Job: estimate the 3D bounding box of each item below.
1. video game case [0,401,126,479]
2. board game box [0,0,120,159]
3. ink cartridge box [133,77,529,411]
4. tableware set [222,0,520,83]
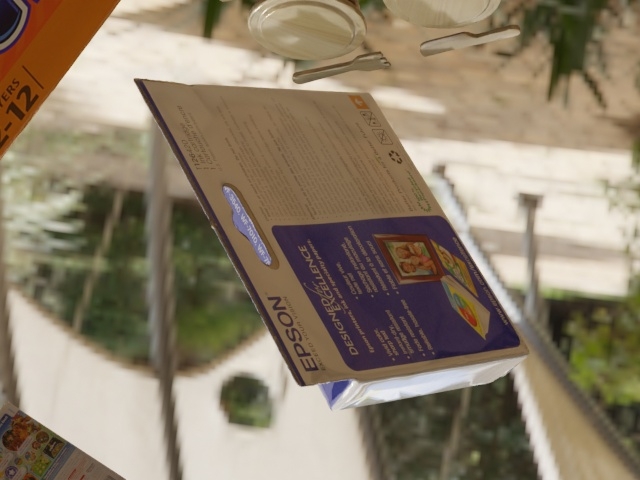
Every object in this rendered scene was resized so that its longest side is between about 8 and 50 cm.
[{"bbox_3d":[-0.234,0.199,1.516,0.122,0.087,0.011,33,147,2],"label":"video game case"},{"bbox_3d":[-0.385,-0.232,1.194,0.356,0.356,0.356,24,163,37],"label":"board game box"},{"bbox_3d":[0.000,0.000,1.554,0.307,0.304,0.072,-4,147,-47],"label":"ink cartridge box"},{"bbox_3d":[0.039,-0.178,1.322,0.194,0.039,0.128,-10,149,25],"label":"tableware set"}]
